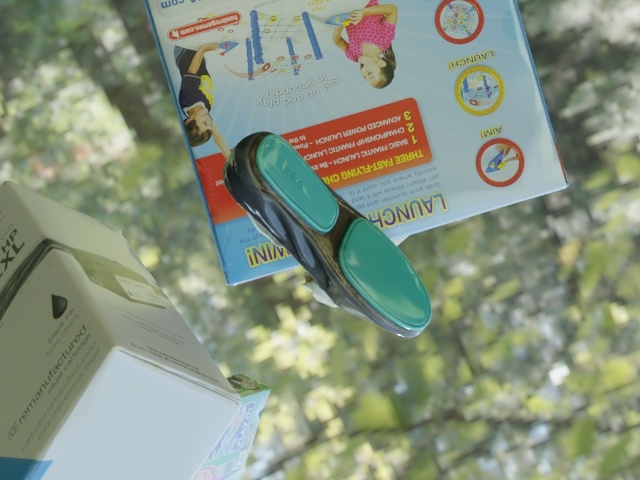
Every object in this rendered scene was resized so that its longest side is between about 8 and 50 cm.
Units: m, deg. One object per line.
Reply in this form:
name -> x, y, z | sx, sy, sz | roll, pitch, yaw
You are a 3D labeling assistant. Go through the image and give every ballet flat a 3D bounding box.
ballet flat -> 0.000, 0.000, 1.419 | 0.074, 0.203, 0.074 | -38, -160, 16

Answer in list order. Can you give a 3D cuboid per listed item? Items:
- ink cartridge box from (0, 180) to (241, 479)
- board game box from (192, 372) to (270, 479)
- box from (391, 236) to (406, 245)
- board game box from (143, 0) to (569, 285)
ink cartridge box -> -0.220, 0.122, 1.509 | 0.223, 0.129, 0.307 | -56, -146, 9
board game box -> -0.165, 0.309, 2.034 | 0.046, 0.317, 0.213 | 23, -167, 20
box -> 0.110, -0.052, 2.494 | 0.324, 0.067, 0.063 | -40, -158, -32
board game box -> 0.024, -0.147, 1.631 | 0.308, 0.302, 0.086 | -16, -177, -2
